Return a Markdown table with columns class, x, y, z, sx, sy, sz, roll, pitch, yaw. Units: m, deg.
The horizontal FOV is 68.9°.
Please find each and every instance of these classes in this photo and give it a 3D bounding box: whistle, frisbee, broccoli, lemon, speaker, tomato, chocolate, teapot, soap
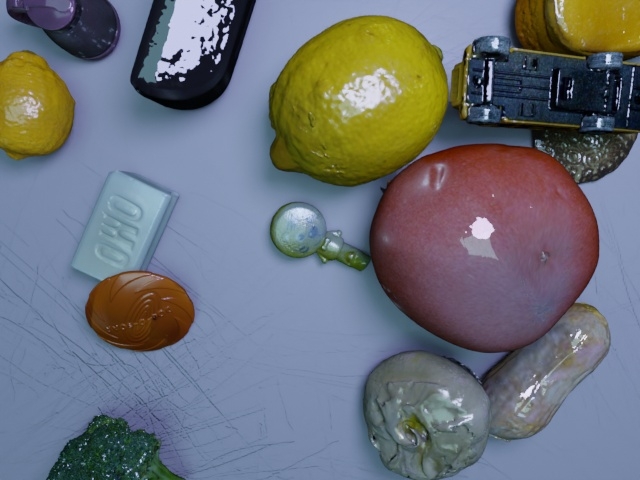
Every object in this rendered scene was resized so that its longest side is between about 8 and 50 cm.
| class | x | y | z | sx | sy | sz | roll | pitch | yaw |
| --- | --- | --- | --- | --- | --- | --- | --- | --- | --- |
| whistle | 0.000 | 0.000 | 0.871 | 0.199 | 0.057 | 0.104 | 26 | 92 | -11 |
| frisbee | -0.332 | 0.141 | 0.860 | 0.192 | 0.035 | 0.191 | -5 | 122 | -7 |
| broccoli | -0.391 | 0.467 | 0.867 | 0.294 | 0.265 | 0.245 | -42 | 130 | 12 |
| lemon | 0.055 | -0.213 | 0.742 | 0.320 | 0.245 | 0.245 | -31 | 96 | 0 |
| speaker | -0.145 | -0.387 | 0.756 | 0.184 | 0.180 | 0.387 | 20 | 97 | -7 |
| tomato | 0.253 | 0.005 | 0.742 | 0.342 | 0.272 | 0.340 | -4 | 110 | -10 |
| chocolate | 0.403 | 0.243 | 0.856 | 0.134 | 0.134 | 0.309 | 39 | 98 | -5 |
| teapot | -0.426 | -0.380 | 0.770 | 0.148 | 0.146 | 0.116 | 33 | 97 | -4 |
| lemon | -0.499 | -0.229 | 0.797 | 0.143 | 0.142 | 0.186 | 7 | 93 | 0 |
| soap | -0.359 | -0.021 | 0.861 | 0.119 | 0.066 | 0.197 | 26 | 97 | -5 |

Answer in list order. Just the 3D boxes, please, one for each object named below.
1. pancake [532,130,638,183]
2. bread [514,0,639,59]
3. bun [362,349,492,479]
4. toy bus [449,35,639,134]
| class | x | y | z | sx | sy | sz | roll | pitch | yaw |
| --- | --- | --- | --- | --- | --- | --- | --- | --- | --- |
| pancake | 0.481 | -0.201 | 0.849 | 0.200 | 0.021 | 0.199 | 0 | 98 | 1 |
| bread | 0.465 | -0.385 | 0.762 | 0.270 | 0.142 | 0.195 | -8 | 107 | -1 |
| bun | 0.180 | 0.320 | 0.840 | 0.239 | 0.141 | 0.238 | 3 | 97 | 30 |
| toy bus | 0.357 | -0.232 | 0.738 | 0.336 | 0.123 | 0.121 | 0 | 98 | -15 |
